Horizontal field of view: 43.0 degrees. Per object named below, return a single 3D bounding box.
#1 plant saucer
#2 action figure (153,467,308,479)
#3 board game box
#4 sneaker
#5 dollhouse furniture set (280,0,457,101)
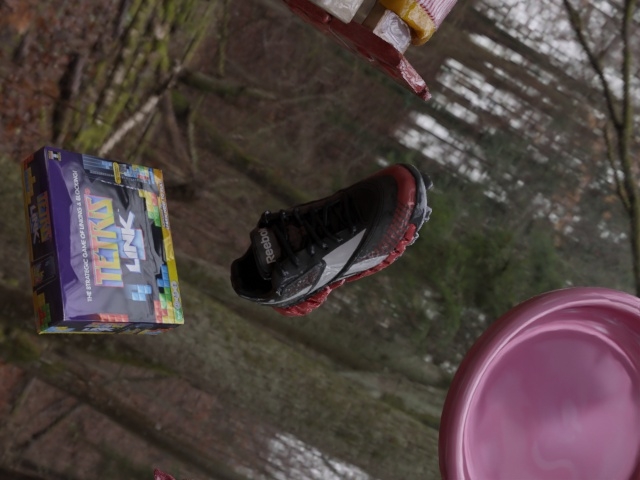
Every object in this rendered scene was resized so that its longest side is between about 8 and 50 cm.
[{"bbox_3d":[0.278,0.215,0.909,0.332,0.332,0.084,-64,-164,-6],"label":"plant saucer"},{"bbox_3d":[-0.111,0.429,0.916,0.275,0.370,0.248,-40,159,12],"label":"action figure"},{"bbox_3d":[-0.210,0.004,0.791,0.048,0.141,0.170,-23,-109,34],"label":"board game box"},{"bbox_3d":[0.000,0.001,0.911,0.276,0.135,0.098,-36,-122,35],"label":"sneaker"},{"bbox_3d":[0.031,-0.251,0.561,0.201,0.152,0.374,-56,162,10],"label":"dollhouse furniture set"}]
